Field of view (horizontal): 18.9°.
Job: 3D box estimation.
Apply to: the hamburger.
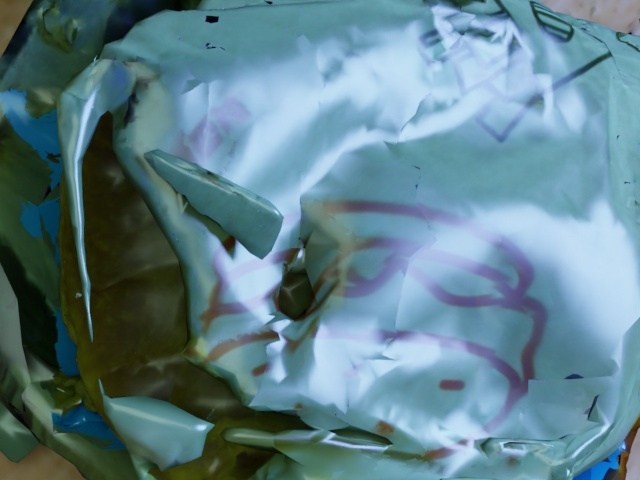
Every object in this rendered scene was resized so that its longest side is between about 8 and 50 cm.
[{"bbox_3d":[-0.007,0.002,0.623,0.276,0.150,0.260,20,82,5],"label":"hamburger"}]
